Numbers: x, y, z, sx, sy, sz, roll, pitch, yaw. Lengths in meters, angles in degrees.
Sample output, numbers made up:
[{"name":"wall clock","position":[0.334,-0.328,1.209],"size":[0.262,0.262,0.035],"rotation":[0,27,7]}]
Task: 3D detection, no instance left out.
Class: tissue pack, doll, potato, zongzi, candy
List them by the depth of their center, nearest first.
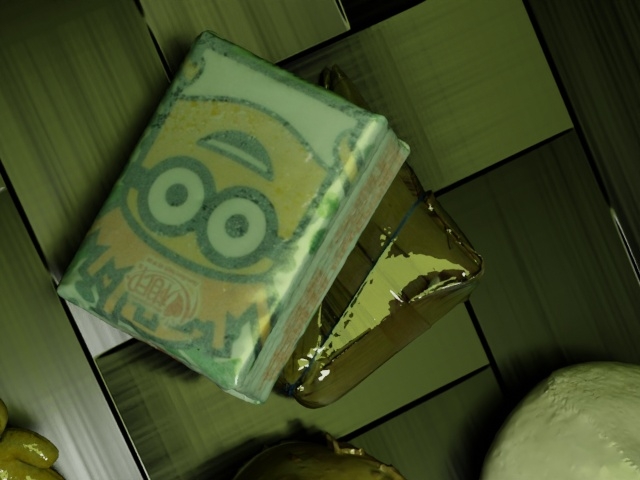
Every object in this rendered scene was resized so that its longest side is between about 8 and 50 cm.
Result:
[{"name":"tissue pack","position":[-0.088,-0.024,1.674],"size":[0.228,0.128,0.311],"rotation":[27,84,21]},{"name":"doll","position":[-0.332,0.215,1.689],"size":[0.137,0.097,0.209],"rotation":[-25,117,18]},{"name":"potato","position":[0.020,0.364,1.725],"size":[0.246,0.196,0.299],"rotation":[-35,102,-10]},{"name":"zongzi","position":[0.000,0.000,1.756],"size":[0.260,0.123,0.289],"rotation":[-37,86,-5]},{"name":"candy","position":[0.319,0.267,1.807],"size":[0.295,0.185,0.295],"rotation":[-2,98,-14]}]
